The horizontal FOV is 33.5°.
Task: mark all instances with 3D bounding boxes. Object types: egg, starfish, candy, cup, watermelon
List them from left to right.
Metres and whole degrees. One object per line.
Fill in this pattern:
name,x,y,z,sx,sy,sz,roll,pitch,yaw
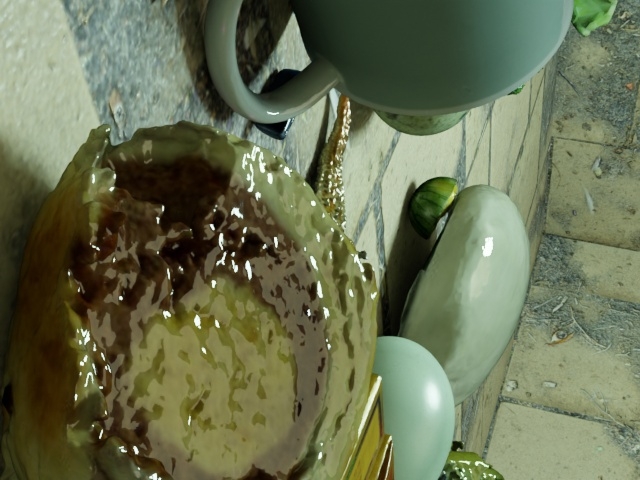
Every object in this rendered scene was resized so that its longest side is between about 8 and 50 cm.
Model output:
starfish,-0.003,0.017,1.107,0.293,0.084,0.302,-49,150,-61
egg,0.062,0.245,1.294,0.183,0.182,0.264,36,73,-72
cup,0.042,-0.252,0.872,0.356,0.259,0.274,-42,152,-11
egg,0.125,-0.200,1.304,0.182,0.141,0.141,-52,150,-74
watermelon,0.171,-0.057,1.663,0.105,0.062,0.105,-60,175,-8
candy,0.237,0.096,1.751,0.427,0.186,0.386,80,32,-62

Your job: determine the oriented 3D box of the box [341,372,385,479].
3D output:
box,-0.089,0.209,0.749,0.084,0.192,0.301,83,24,-43

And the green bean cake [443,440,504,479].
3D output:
green bean cake,0.182,0.486,1.734,0.285,0.202,0.310,6,-97,67

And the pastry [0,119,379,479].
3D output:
pastry,-0.093,0.068,0.676,0.236,0.170,0.256,16,71,-47

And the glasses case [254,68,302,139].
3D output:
glasses case,-0.034,-0.131,0.988,0.023,0.033,0.083,110,3,-53

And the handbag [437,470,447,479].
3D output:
handbag,0.051,0.501,1.379,0.416,0.180,0.317,-61,170,-52

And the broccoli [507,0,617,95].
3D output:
broccoli,0.291,-0.345,1.558,0.270,0.270,0.270,173,-90,-89

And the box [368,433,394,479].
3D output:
box,-0.059,0.324,0.895,0.284,0.213,0.260,85,24,-43
